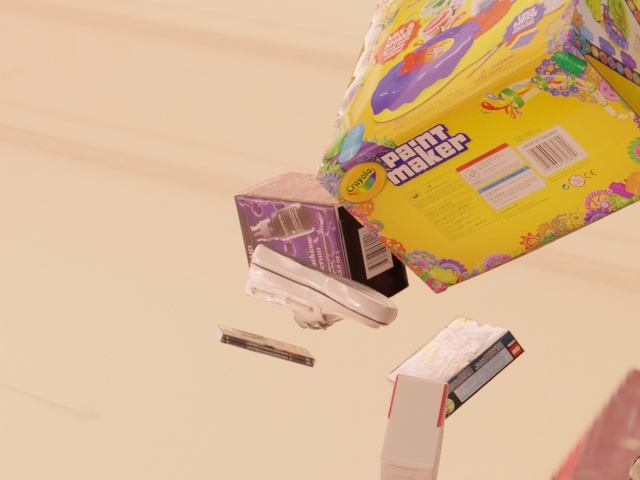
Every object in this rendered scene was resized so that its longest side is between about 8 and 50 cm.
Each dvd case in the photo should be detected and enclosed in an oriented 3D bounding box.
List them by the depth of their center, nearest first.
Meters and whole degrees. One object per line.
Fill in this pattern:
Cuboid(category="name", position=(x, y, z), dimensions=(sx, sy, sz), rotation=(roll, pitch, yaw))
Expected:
Cuboid(category="dvd case", position=(-0.069, 0.129, 1.902), dimensions=(0.087, 0.119, 0.013), rotation=(-149, 76, -80))

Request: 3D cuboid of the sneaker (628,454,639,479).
Cuboid(category="sneaker", position=(0.384, 0.180, 1.387), dimensions=(0.122, 0.146, 0.330), rotation=(-31, -29, -19))

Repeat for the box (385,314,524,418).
Cuboid(category="box", position=(0.201, 0.190, 2.364), dimensions=(0.159, 0.233, 0.044), rotation=(-40, -79, -8))

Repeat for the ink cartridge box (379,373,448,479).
Cuboid(category="ink cartridge box", position=(0.103, 0.236, 1.728), dimensions=(0.150, 0.063, 0.109), rotation=(87, -167, -56))

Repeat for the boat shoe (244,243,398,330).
Cuboid(category="boat shoe", position=(-0.001, 0.075, 1.878), dimensions=(0.083, 0.226, 0.076), rotation=(16, -84, -47))

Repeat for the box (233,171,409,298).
Cuboid(category="box", position=(0.000, 0.000, 2.052), dimensions=(0.108, 0.207, 0.153), rotation=(-26, -68, -39))

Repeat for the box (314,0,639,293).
Cuboid(category="box", position=(0.183, -0.148, 1.416), dimensions=(0.177, 0.290, 0.279), rotation=(43, -138, -23))
